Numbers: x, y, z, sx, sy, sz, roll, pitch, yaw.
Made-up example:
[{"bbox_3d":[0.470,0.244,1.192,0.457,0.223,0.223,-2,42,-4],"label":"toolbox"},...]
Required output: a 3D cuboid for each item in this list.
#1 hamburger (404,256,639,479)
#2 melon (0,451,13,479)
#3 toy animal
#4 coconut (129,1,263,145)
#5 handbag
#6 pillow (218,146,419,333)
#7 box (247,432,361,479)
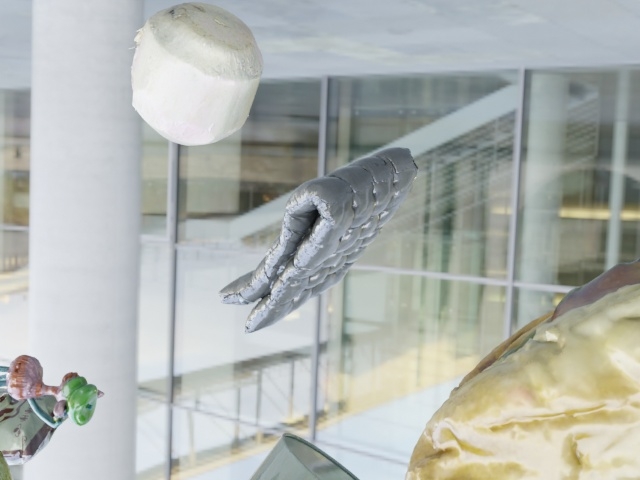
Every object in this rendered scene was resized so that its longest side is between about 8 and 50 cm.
[{"bbox_3d":[0.212,0.104,0.536,0.329,0.209,0.162,-5,-172,13],"label":"hamburger"},{"bbox_3d":[-0.453,0.316,1.179,0.079,0.128,0.160,-52,-172,-35],"label":"melon"},{"bbox_3d":[-0.444,0.239,1.367,0.208,0.103,0.100,11,-162,9],"label":"toy animal"},{"bbox_3d":[-0.165,-0.203,1.113,0.170,0.183,0.171,22,-146,-16],"label":"coconut"},{"bbox_3d":[-0.584,0.342,1.642,0.235,0.127,0.213,-2,-153,15],"label":"handbag"},{"bbox_3d":[0.000,0.000,1.348,0.228,0.101,0.326,-29,165,-43],"label":"pillow"},{"bbox_3d":[-0.015,0.429,1.368,0.226,0.149,0.226,37,180,0],"label":"box"}]
